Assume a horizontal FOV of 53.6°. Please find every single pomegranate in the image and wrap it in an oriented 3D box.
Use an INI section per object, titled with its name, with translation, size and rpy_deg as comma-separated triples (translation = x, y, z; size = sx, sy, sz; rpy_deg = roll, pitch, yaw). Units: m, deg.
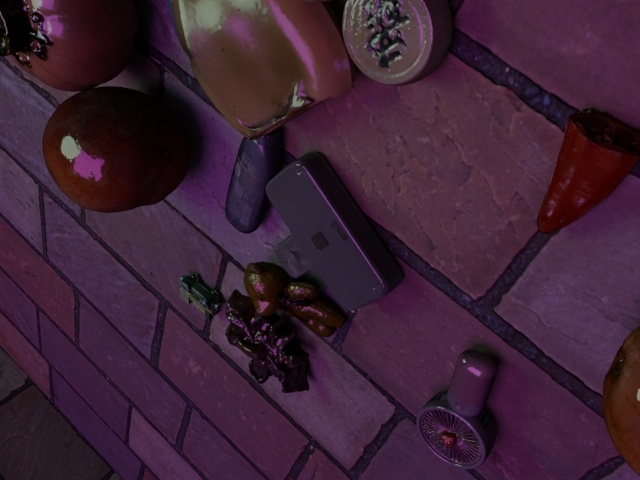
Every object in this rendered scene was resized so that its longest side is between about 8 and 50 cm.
[pomegranate]
translation = 0.422, 0.184, 0.710
size = 0.207, 0.207, 0.207
rpy_deg = 24, 132, 30

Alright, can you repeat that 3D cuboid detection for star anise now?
[star anise]
translation = -0.123, 0.219, 1.318
size = 0.220, 0.099, 0.214
rpy_deg = 25, 130, 29

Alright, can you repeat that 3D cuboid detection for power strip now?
[power strip]
translation = 0.000, -0.001, 1.073
size = 0.194, 0.059, 0.265
rpy_deg = -32, 93, 46

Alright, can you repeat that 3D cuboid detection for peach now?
[peach]
translation = -0.368, -0.167, 1.166
size = 0.252, 0.252, 0.252
rpy_deg = 24, 132, 30

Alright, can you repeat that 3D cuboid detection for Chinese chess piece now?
[Chinese chess piece]
translation = 0.095, -0.267, 0.796
size = 0.144, 0.058, 0.144
rpy_deg = 24, 131, 31

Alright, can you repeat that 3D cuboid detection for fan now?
[fan]
translation = 0.232, 0.274, 1.037
size = 0.130, 0.074, 0.244
rpy_deg = 27, 133, 28

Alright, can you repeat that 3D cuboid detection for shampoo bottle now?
[shampoo bottle]
translation = -0.119, -0.111, 1.116
size = 0.087, 0.049, 0.233
rpy_deg = 45, 140, 20

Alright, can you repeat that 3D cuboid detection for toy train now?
[toy train]
translation = -0.273, 0.127, 1.435
size = 0.122, 0.050, 0.081
rpy_deg = 36, 141, 19

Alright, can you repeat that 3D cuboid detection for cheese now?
[cheese]
translation = -0.103, -0.313, 0.910
size = 0.259, 0.128, 0.316
rpy_deg = -24, 105, 40

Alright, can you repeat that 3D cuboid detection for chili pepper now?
[chili pepper]
translation = 0.299, -0.065, 0.746
size = 0.088, 0.065, 0.169
rpy_deg = 37, 141, 19

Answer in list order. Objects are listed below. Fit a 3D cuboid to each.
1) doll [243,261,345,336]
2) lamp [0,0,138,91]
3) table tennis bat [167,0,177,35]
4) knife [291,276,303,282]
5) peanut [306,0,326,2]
[doll]
translation = -0.057, 0.118, 1.176
size = 0.209, 0.097, 0.137
rpy_deg = 33, 154, 0
[lamp]
translation = -0.468, -0.404, 1.094
size = 0.305, 0.240, 0.305
rpy_deg = 23, 131, 30
[table tennis bat]
translation = -0.254, -0.490, 0.986
size = 0.215, 0.044, 0.329
rpy_deg = 4, 118, 40
[knife]
translation = -0.075, 0.107, 1.260
size = 0.023, 0.010, 0.170
rpy_deg = 48, 140, 5
[peanut]
translation = 0.034, -0.402, 0.697
size = 0.136, 0.120, 0.298
rpy_deg = 45, 133, 25
